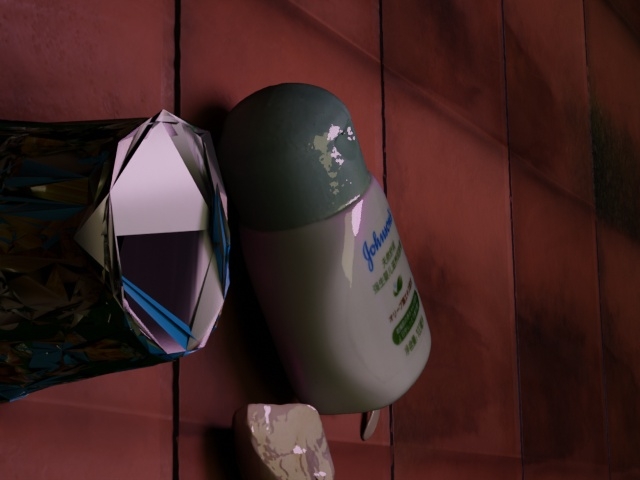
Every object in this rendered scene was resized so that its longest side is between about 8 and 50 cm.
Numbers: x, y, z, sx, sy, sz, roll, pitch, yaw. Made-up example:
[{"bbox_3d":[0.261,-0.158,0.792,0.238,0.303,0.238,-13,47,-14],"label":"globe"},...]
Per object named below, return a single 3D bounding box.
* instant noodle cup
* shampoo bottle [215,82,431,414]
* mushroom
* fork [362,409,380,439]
[{"bbox_3d":[-0.185,0.007,1.074,0.240,0.178,0.240,25,62,-61],"label":"instant noodle cup"},{"bbox_3d":[0.000,0.000,1.481,0.222,0.151,0.349,-54,130,-52],"label":"shampoo bottle"},{"bbox_3d":[-0.028,0.268,1.428,0.108,0.096,0.246,-95,176,-78],"label":"mushroom"},{"bbox_3d":[0.068,0.139,1.734,0.034,0.028,0.219,47,47,-61],"label":"fork"}]
